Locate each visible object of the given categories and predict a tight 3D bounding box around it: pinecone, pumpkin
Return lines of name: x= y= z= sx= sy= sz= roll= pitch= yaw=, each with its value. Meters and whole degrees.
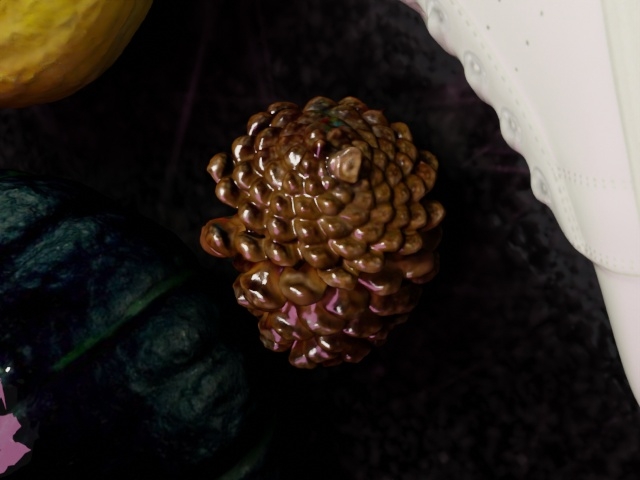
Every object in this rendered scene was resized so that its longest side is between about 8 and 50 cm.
pinecone: x=0.001 y=0.002 z=0.523 sx=0.102 sy=0.102 sz=0.109 roll=17 pitch=120 yaw=27
pumpkin: x=-0.148 y=0.099 z=0.552 sx=0.248 sy=0.248 sz=0.248 roll=9 pitch=108 yaw=29

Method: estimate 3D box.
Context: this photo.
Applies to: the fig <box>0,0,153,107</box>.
fig: x=-0.101 y=-0.149 z=0.504 sx=0.257 sy=0.159 sz=0.159 roll=-22 pitch=92 yaw=40

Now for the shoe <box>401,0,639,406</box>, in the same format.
shoe: x=0.071 y=-0.097 z=0.436 sx=0.160 sy=0.132 sz=0.363 roll=-6 pitch=96 yaw=32
